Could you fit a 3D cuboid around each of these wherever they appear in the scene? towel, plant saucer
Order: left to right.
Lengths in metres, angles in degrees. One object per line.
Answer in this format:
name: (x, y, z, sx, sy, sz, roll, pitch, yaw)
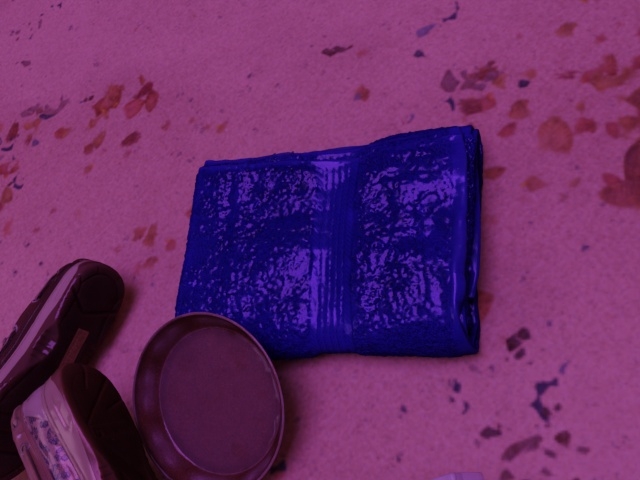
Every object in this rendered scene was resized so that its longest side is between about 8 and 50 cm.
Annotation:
plant saucer: (-0.100, 0.149, 0.660, 0.168, 0.029, 0.168, 1, 91, 28)
towel: (0.000, 0.000, 0.689, 0.308, 0.076, 0.228, -6, 62, 24)

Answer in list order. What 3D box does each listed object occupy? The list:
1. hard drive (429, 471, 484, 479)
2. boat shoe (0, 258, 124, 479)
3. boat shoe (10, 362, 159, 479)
hard drive: (0.067, 0.329, 0.448, 0.203, 0.040, 0.307, -45, 45, 42)
boat shoe: (-0.308, 0.136, 0.776, 0.095, 0.095, 0.257, 12, 64, 46)
boat shoe: (-0.188, 0.249, 0.629, 0.089, 0.104, 0.285, -36, 64, 12)
